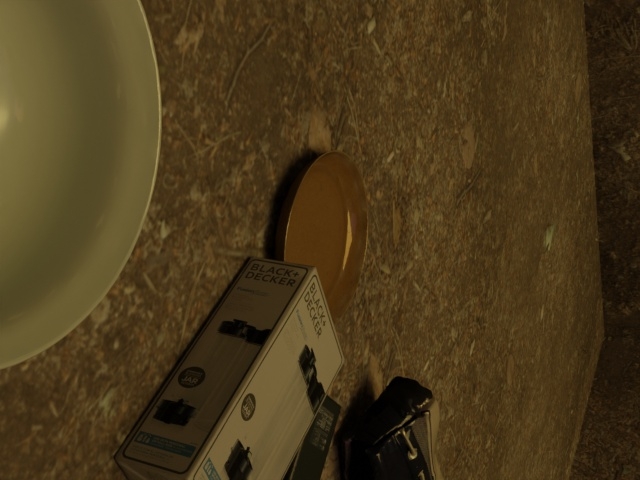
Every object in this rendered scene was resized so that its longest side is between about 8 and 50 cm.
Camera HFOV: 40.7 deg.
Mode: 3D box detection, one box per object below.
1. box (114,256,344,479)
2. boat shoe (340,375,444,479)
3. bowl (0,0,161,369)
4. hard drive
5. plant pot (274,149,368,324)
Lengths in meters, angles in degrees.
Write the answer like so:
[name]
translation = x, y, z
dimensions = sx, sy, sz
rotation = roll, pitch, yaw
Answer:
[box]
translation = -0.082, 0.175, 0.937
dimensions = 0.290, 0.087, 0.169
rotation = -58, 144, -40
[boat shoe]
translation = 0.108, 0.383, 1.356
dimensions = 0.158, 0.127, 0.341
rotation = -35, 128, -35
[bowl]
translation = -0.238, -0.074, 0.520
dimensions = 0.298, 0.134, 0.298
rotation = -22, 115, -60
[hard drive]
translation = -0.014, 0.275, 1.166
dimensions = 0.094, 0.022, 0.135
rotation = 51, 51, -55
[plant pot]
translation = 0.000, 0.000, 1.118
dimensions = 0.236, 0.032, 0.237
rotation = -25, 119, -58
